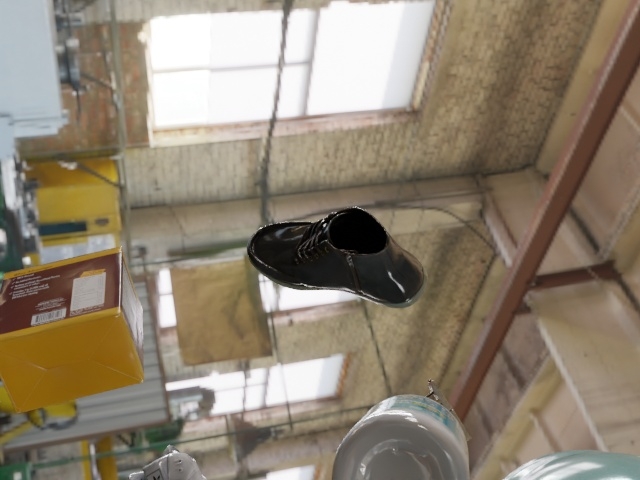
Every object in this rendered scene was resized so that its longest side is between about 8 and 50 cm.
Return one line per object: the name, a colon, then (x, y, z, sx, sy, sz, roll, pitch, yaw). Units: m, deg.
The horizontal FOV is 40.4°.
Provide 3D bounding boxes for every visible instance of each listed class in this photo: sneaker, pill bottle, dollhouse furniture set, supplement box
sneaker: (-0.314, 0.564, 1.746, 0.210, 0.137, 0.366, 58, 19, -5)
sneaker: (0.000, 0.000, 0.931, 0.118, 0.222, 0.083, 52, 54, -52)
pill bottle: (0.101, 0.260, 1.025, 0.264, 0.146, 0.146, 29, 52, -80)
dollhouse furniture set: (0.194, 0.362, 1.673, 0.129, 0.129, 0.183, 58, -3, 16)
supplement box: (-0.377, 0.129, 1.314, 0.194, 0.191, 0.129, -110, -172, -59)

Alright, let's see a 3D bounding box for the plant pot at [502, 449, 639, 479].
plant pot: (0.292, 0.326, 0.768, 0.196, 0.293, 0.293, 125, -44, -68)
